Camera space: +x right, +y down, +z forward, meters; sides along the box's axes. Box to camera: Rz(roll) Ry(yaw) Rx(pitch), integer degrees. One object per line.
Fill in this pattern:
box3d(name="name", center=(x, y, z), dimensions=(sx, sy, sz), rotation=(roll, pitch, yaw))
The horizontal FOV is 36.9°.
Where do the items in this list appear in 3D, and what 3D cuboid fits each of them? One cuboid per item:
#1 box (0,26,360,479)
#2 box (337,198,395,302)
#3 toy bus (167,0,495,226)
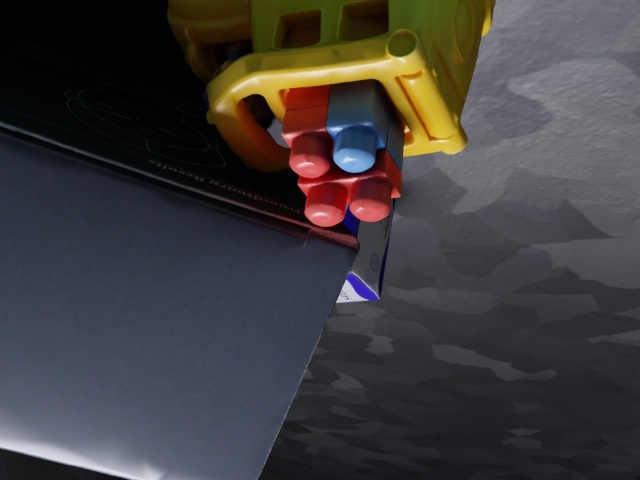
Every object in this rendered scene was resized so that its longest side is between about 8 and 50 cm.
box3d(name="box", center=(-0.180, -0.009, 0.771), dimensions=(0.294, 0.211, 0.395), rotation=(19, -168, -17))
box3d(name="box", center=(0.000, 0.000, 1.045), dimensions=(0.137, 0.126, 0.072), rotation=(-7, 148, 31))
box3d(name="toy bus", center=(-0.006, -0.111, 0.633), dimensions=(0.220, 0.211, 0.149), rotation=(-2, 154, 24))
